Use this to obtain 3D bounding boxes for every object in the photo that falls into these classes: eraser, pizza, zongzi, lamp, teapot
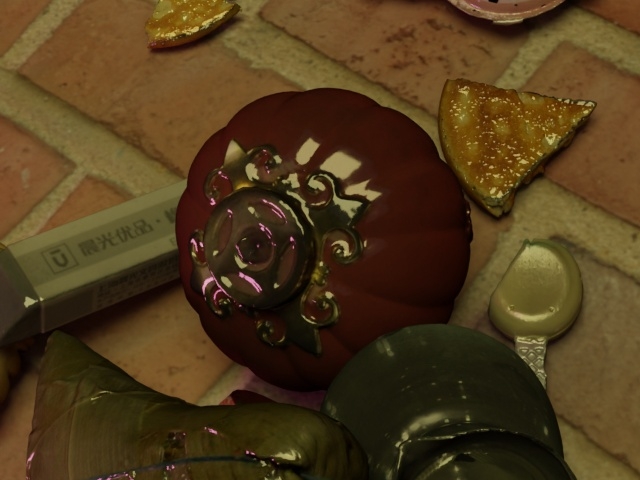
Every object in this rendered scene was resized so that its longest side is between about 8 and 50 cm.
[{"bbox_3d":[-0.207,0.011,1.654,0.352,0.061,0.089,-23,60,-27],"label":"eraser"},{"bbox_3d":[0.212,-0.125,1.714,0.176,0.036,0.184,-25,57,-7],"label":"pizza"},{"bbox_3d":[-0.159,-0.280,1.881,0.123,0.026,0.108,-20,55,1],"label":"pizza"},{"bbox_3d":[-0.123,0.167,1.352,0.356,0.174,0.393,-36,48,33],"label":"zongzi"},{"bbox_3d":[0.000,0.000,1.543,0.303,0.257,0.303,3,97,30],"label":"lamp"},{"bbox_3d":[0.122,0.248,1.347,0.223,0.305,0.285,-8,14,-4],"label":"teapot"}]

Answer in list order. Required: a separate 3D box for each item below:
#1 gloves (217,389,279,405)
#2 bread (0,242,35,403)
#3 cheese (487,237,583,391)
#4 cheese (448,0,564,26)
[{"bbox_3d":[-0.104,0.270,1.496,0.145,0.126,0.241,33,104,32],"label":"gloves"},{"bbox_3d":[-0.367,0.102,1.661,0.134,0.081,0.225,18,63,14],"label":"bread"},{"bbox_3d":[0.210,0.078,1.586,0.092,0.047,0.171,17,65,20],"label":"cheese"},{"bbox_3d":[0.184,-0.328,1.817,0.286,0.074,0.189,6,59,15],"label":"cheese"}]
